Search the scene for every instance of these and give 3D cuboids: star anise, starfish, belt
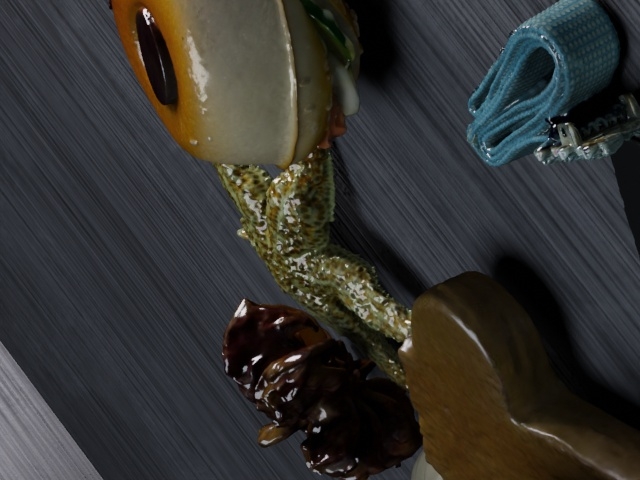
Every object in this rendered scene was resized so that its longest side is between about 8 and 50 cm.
[{"bbox_3d":[-0.004,0.146,1.782,0.220,0.126,0.190,41,177,-30],"label":"star anise"},{"bbox_3d":[-0.001,0.002,1.691,0.358,0.078,0.347,38,152,40],"label":"starfish"},{"bbox_3d":[0.143,-0.079,1.219,0.100,0.065,0.179,61,164,7],"label":"belt"}]

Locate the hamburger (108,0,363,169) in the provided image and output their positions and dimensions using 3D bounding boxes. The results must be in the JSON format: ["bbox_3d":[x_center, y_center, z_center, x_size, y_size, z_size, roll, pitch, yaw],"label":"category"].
[{"bbox_3d":[-0.064,-0.159,1.444,0.237,0.147,0.237,54,158,35],"label":"hamburger"}]

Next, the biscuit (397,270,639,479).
[{"bbox_3d":[0.221,0.198,1.495,0.394,0.076,0.368,33,152,41],"label":"biscuit"}]

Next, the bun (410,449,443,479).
[{"bbox_3d":[0.126,0.246,1.766,0.138,0.094,0.138,46,163,19],"label":"bun"}]

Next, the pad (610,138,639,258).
[{"bbox_3d":[0.290,0.055,1.177,0.300,0.005,0.202,32,151,49],"label":"pad"}]
